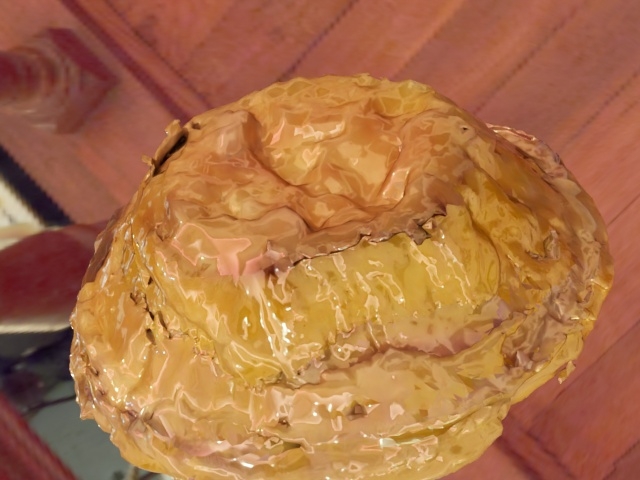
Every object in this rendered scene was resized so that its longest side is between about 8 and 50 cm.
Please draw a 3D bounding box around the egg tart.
[{"bbox_3d":[0.000,0.000,0.906,0.352,0.352,0.150,1,132,16],"label":"egg tart"}]
